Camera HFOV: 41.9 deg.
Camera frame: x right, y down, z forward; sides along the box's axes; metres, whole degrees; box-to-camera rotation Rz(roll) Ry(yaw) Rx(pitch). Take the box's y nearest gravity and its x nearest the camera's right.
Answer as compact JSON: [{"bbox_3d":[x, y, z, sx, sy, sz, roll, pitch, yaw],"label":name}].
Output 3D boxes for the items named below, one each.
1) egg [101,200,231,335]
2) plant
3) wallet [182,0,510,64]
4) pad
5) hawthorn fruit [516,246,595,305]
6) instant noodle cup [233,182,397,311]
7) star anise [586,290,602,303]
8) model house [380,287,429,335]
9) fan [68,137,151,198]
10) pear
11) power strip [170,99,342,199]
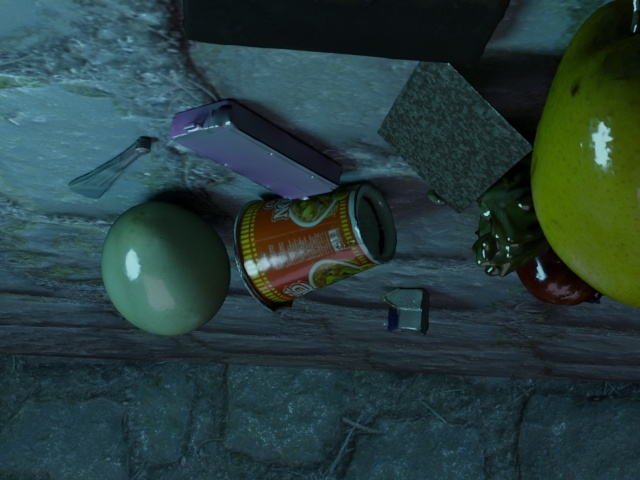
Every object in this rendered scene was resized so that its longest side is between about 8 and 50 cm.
[{"bbox_3d":[-0.271,0.042,1.449,0.218,0.218,0.295,1,149,10],"label":"egg"},{"bbox_3d":[0.331,-0.085,1.119,0.333,0.180,0.251,-23,175,-1],"label":"plant"},{"bbox_3d":[0.018,-0.225,0.806,0.309,0.042,0.165,5,164,-5],"label":"wallet"},{"bbox_3d":[0.151,-0.122,1.001,0.158,0.003,0.235,46,161,5],"label":"pad"},{"bbox_3d":[0.397,0.039,1.417,0.148,0.148,0.172,8,173,-13],"label":"hawthorn fruit"},{"bbox_3d":[0.000,0.000,1.333,0.212,0.193,0.193,-16,155,30],"label":"instant noodle cup"},{"bbox_3d":[0.551,0.089,1.679,0.157,0.053,0.212,11,163,-25],"label":"star anise"},{"bbox_3d":[0.195,0.166,1.932,0.100,0.101,0.088,-1,164,19],"label":"model house"},{"bbox_3d":[-0.328,-0.109,1.293,0.057,0.023,0.282,23,156,-26],"label":"fan"},{"bbox_3d":[0.343,-0.079,0.811,0.285,0.285,0.336,1,160,10],"label":"pear"},{"bbox_3d":[-0.083,-0.121,1.171,0.109,0.037,0.279,-9,158,35],"label":"power strip"}]
